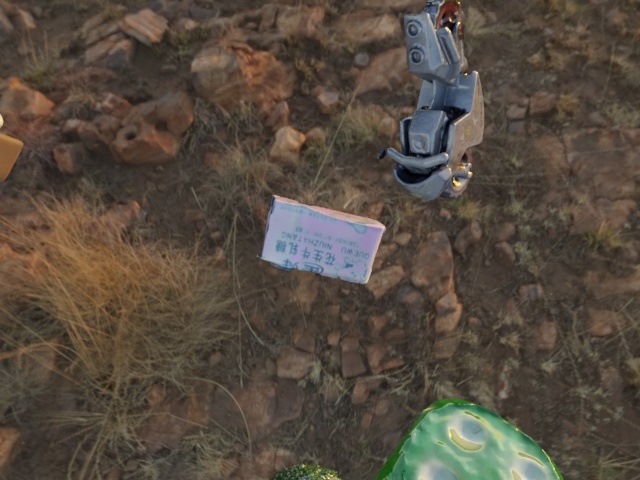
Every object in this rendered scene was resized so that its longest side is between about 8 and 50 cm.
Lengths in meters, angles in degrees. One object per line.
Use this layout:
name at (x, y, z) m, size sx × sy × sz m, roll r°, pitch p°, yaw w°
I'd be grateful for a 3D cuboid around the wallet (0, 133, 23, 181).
wallet at (-0.738, -0.189, 1.299) m, size 0.039 × 0.153 × 0.118 m, roll 29°, pitch 89°, yaw 12°

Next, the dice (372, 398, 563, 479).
dice at (0.240, 0.488, 1.053) m, size 0.300 × 0.287 × 0.297 m, roll 34°, pitch 42°, yaw 20°

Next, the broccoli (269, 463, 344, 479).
broccoli at (-0.008, 0.419, 0.655) m, size 0.297 × 0.297 × 0.297 m, roll 22°, pitch 65°, yaw -4°

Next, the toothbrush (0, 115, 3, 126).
toothbrush at (-0.386, -0.138, 0.464) m, size 0.025 × 0.276 × 0.019 m, roll -31°, pitch 66°, yaw 21°

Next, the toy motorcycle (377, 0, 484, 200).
toy motorcycle at (0.114, -0.133, 0.609) m, size 0.080 × 0.215 × 0.122 m, roll 13°, pitch 37°, yaw 38°

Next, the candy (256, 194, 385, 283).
candy at (0.000, 0.000, 0.812) m, size 0.160 × 0.073 × 0.092 m, roll 15°, pitch 99°, yaw -3°
